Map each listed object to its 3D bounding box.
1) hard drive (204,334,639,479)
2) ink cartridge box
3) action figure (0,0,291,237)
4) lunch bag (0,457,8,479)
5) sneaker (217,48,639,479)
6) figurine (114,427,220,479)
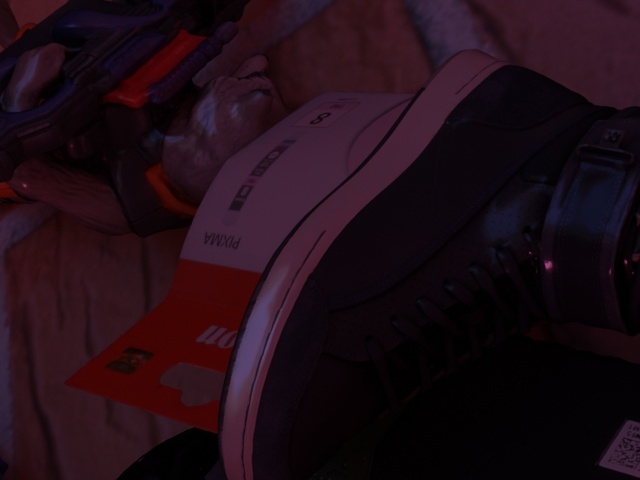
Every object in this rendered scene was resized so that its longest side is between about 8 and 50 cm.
[{"bbox_3d":[0.074,0.149,0.527,0.339,0.064,0.237,11,52,45],"label":"hard drive"},{"bbox_3d":[0.000,0.000,0.684,0.189,0.066,0.232,8,34,45],"label":"ink cartridge box"},{"bbox_3d":[-0.135,-0.096,0.924,0.330,0.179,0.341,11,41,39],"label":"action figure"},{"bbox_3d":[-0.274,0.161,0.860,0.129,0.096,0.151,-59,29,-8],"label":"lunch bag"},{"bbox_3d":[0.075,0.027,0.534,0.163,0.086,0.226,23,64,29],"label":"sneaker"},{"bbox_3d":[-0.123,0.210,0.698,0.209,0.092,0.215,-25,47,22],"label":"figurine"}]
